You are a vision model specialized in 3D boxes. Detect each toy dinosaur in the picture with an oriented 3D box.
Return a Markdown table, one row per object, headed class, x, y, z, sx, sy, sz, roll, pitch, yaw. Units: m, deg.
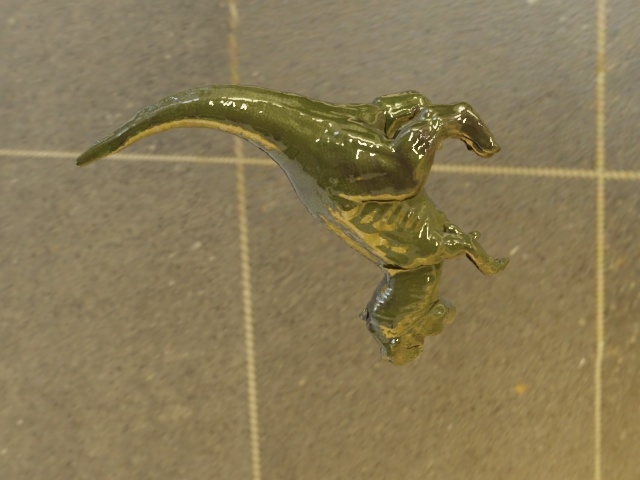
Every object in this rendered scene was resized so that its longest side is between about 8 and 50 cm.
| class | x | y | z | sx | sy | sz | roll | pitch | yaw |
| --- | --- | --- | --- | --- | --- | --- | --- | --- | --- |
| toy dinosaur | 0.000 | 0.000 | 0.751 | 0.179 | 0.087 | 0.187 | -27 | 107 | -15 |
